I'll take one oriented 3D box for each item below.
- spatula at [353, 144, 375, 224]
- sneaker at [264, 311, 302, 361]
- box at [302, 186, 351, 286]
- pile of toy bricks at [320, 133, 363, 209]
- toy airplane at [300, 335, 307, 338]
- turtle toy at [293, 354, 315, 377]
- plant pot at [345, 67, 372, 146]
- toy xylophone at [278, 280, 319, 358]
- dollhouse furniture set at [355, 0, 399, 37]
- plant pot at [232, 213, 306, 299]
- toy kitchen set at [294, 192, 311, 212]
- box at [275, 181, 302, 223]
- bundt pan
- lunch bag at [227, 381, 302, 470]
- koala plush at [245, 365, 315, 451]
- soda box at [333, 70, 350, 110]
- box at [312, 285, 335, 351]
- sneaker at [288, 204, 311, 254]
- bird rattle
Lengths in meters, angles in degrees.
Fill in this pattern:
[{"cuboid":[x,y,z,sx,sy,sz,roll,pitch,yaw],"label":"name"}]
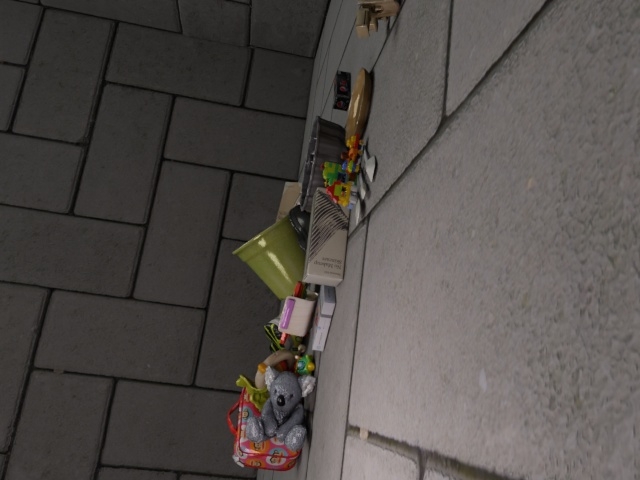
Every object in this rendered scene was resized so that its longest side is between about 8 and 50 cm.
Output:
[{"cuboid":[0.113,-0.162,1.516,0.242,0.019,0.168,-88,8,-65],"label":"spatula"},{"cuboid":[-0.117,0.406,2.271,0.147,0.145,0.385,-40,-24,-24],"label":"sneaker"},{"cuboid":[0.020,-0.010,1.676,0.094,0.113,0.275,122,155,-69],"label":"box"},{"cuboid":[0.051,-0.188,1.562,0.118,0.105,0.212,111,169,-69],"label":"pile of toy bricks"},{"cuboid":[-0.050,0.304,2.150,0.151,0.028,0.151,-170,90,-89],"label":"toy airplane"},{"cuboid":[-0.060,0.445,1.909,0.095,0.066,0.130,-119,39,-79],"label":"turtle toy"},{"cuboid":[0.117,-0.397,1.707,0.236,0.032,0.236,-170,90,-82],"label":"plant pot"},{"cuboid":[-0.069,0.262,1.875,0.323,0.081,0.236,60,-133,-80],"label":"toy xylophone"},{"cuboid":[0.163,-0.580,1.474,0.161,0.101,0.182,53,-140,-65],"label":"dollhouse furniture set"},{"cuboid":[-0.144,0.072,2.107,0.254,0.276,0.276,56,173,-3],"label":"plant pot"},{"cuboid":[-0.002,-0.214,2.228,0.207,0.122,0.166,-58,13,15],"label":"toy kitchen set"},{"cuboid":[-0.095,-0.075,2.319,0.148,0.121,0.311,7,83,51],"label":"box"},{"cuboid":[0.017,-0.253,1.942,0.331,0.124,0.331,-170,90,-82],"label":"bundt pan"},{"cuboid":[-0.195,0.636,1.966,0.293,0.258,0.120,-89,11,-49],"label":"lunch bag"},{"cuboid":[-0.116,0.517,1.809,0.203,0.196,0.221,-12,-72,-76],"label":"koala plush"},{"cuboid":[0.080,-0.557,2.106,0.060,0.053,0.169,107,170,-49],"label":"soda box"},{"cuboid":[0.008,0.225,1.762,0.145,0.038,0.186,-92,12,-60],"label":"box"},{"cuboid":[-0.023,-0.044,1.961,0.109,0.130,0.286,51,-172,-39],"label":"sneaker"},{"cuboid":[-0.147,0.461,1.946,0.143,0.253,0.207,45,139,34],"label":"bird rattle"}]
